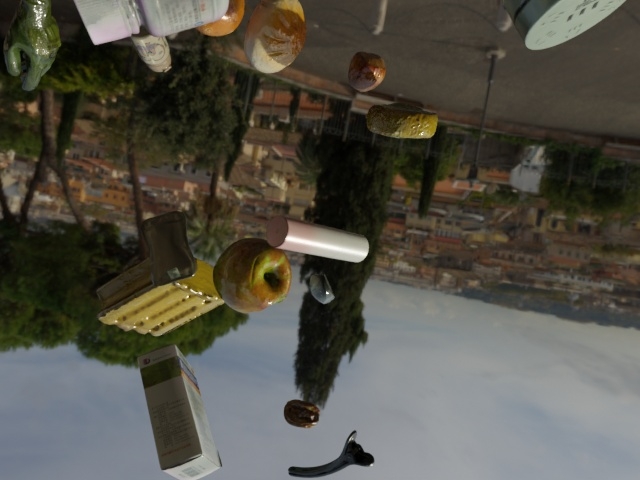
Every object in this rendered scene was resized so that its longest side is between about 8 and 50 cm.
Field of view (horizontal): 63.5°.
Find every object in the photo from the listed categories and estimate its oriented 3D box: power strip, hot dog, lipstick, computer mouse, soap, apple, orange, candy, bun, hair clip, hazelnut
[{"bbox_3d":[0.704,-0.700,1.462,0.358,0.161,0.357,-22,169,-4],"label":"power strip"},{"bbox_3d":[-0.043,0.392,1.166,0.084,0.058,0.035,11,160,5],"label":"hot dog"},{"bbox_3d":[0.000,0.000,1.442,0.087,0.087,0.327,7,176,45],"label":"lipstick"},{"bbox_3d":[0.000,0.170,1.836,0.069,0.113,0.229,-22,171,1],"label":"computer mouse"},{"bbox_3d":[-0.531,0.186,1.752,0.335,0.156,0.293,-29,151,19],"label":"soap"},{"bbox_3d":[-0.221,0.114,1.653,0.246,0.245,0.226,13,169,-43],"label":"apple"},{"bbox_3d":[-0.353,-0.796,1.716,0.224,0.223,0.170,13,-179,-42],"label":"orange"},{"bbox_3d":[0.296,-0.436,1.881,0.260,0.117,0.260,3,-161,-1],"label":"candy"},{"bbox_3d":[-0.146,-0.760,1.919,0.165,0.298,0.299,25,180,14],"label":"bun"},{"bbox_3d":[0.010,0.447,1.031,0.229,0.070,0.039,-41,170,35],"label":"hair clip"},{"bbox_3d":[0.175,-0.655,2.006,0.151,0.150,0.150,10,177,1],"label":"hazelnut"}]

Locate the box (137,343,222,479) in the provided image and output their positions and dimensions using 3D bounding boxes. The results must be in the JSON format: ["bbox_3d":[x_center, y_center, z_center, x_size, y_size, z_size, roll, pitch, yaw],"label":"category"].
[{"bbox_3d":[-0.365,0.446,1.334,0.107,0.299,0.200,-21,149,-10],"label":"box"}]

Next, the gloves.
[{"bbox_3d":[-0.692,-0.483,1.246,0.107,0.268,0.135,38,-144,11],"label":"gloves"}]

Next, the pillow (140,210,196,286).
[{"bbox_3d":[-0.415,0.018,1.414,0.130,0.217,0.033,-18,154,-8],"label":"pillow"}]

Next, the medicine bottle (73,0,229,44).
[{"bbox_3d":[-0.372,-0.554,1.089,0.302,0.241,0.241,-22,-175,-13],"label":"medicine bottle"}]

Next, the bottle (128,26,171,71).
[{"bbox_3d":[-0.513,-0.591,1.553,0.110,0.097,0.209,46,169,6],"label":"bottle"}]
